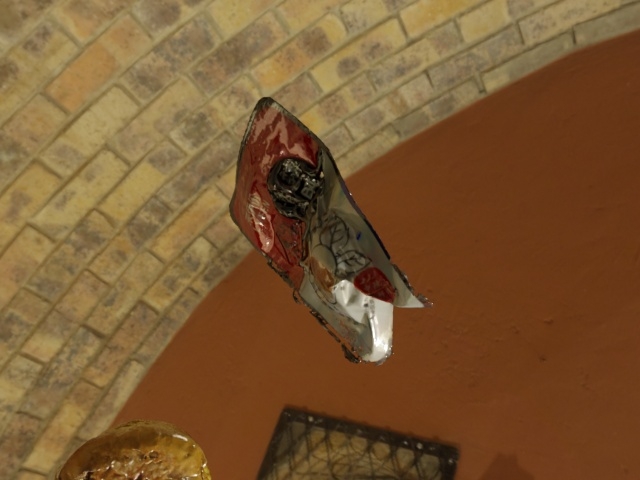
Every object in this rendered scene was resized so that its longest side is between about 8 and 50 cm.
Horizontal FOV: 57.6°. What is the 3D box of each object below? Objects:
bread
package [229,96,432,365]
[{"bbox_3d":[-0.443,0.604,1.402,0.358,0.337,0.204,-10,-179,-13],"label":"bread"},{"bbox_3d":[0.000,0.000,0.616,0.269,0.071,0.194,51,-49,23],"label":"package"}]
